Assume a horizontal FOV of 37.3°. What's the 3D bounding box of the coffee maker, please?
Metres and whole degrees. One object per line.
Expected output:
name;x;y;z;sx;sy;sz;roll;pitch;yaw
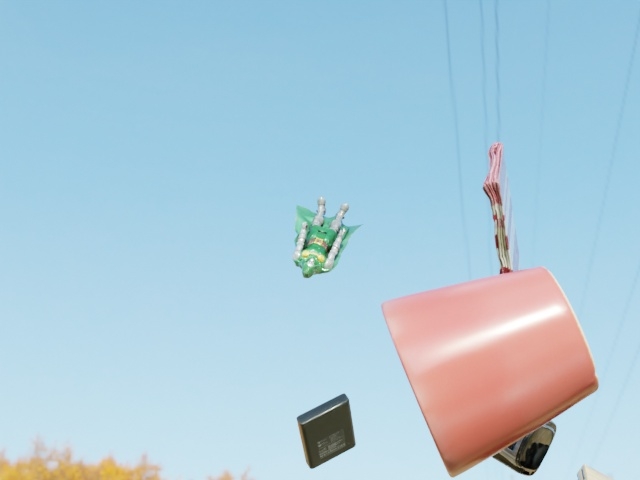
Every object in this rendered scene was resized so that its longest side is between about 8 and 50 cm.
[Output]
coffee maker;0.315;0.319;1.658;0.178;0.120;0.171;26;20;34

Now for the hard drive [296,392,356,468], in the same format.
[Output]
hard drive;0.012;0.329;1.629;0.094;0.022;0.135;-24;-44;-16

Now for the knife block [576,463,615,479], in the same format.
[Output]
knife block;0.629;0.538;1.774;0.242;0.275;0.088;-16;12;12

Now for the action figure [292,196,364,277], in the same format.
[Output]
action figure;0.000;0.000;1.758;0.137;0.232;0.063;12;-56;5

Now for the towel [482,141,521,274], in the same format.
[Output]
towel;0.408;-0.028;2.111;0.037;0.237;0.328;-6;-66;17

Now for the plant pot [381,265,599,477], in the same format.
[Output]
plant pot;0.246;0.168;1.365;0.243;0.274;0.275;-23;-30;4
